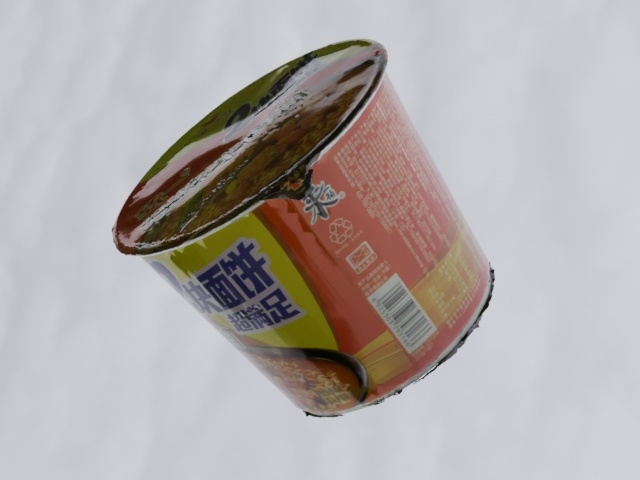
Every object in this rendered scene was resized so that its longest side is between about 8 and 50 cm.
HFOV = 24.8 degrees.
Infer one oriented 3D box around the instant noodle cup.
[{"bbox_3d":[0.000,0.000,0.938,0.213,0.174,0.213,-31,-158,14],"label":"instant noodle cup"}]
